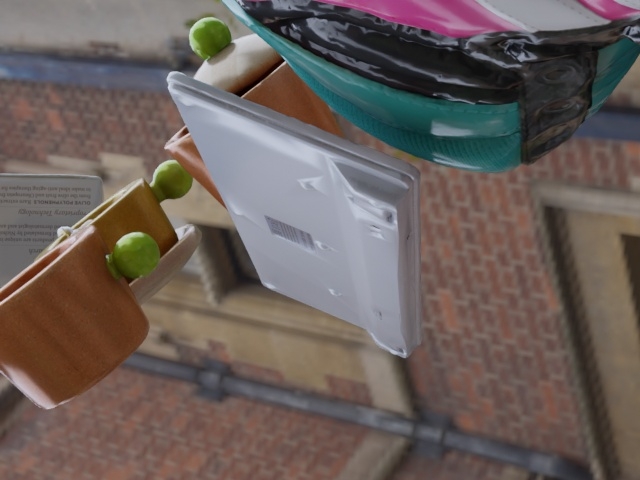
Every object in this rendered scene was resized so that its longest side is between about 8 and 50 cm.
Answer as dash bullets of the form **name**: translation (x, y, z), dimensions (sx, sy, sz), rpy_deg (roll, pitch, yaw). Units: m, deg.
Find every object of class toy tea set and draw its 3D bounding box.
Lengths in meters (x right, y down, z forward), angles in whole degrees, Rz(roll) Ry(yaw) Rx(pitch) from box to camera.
- **toy tea set**: translation (-0.147, 0.009, 0.712), dimensions (0.336, 0.200, 0.124), rpy_deg (-40, -80, -18)

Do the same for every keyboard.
- **keyboard**: translation (0.000, 0.000, 0.530), dimensions (0.014, 0.072, 0.256), rpy_deg (-60, -10, -10)

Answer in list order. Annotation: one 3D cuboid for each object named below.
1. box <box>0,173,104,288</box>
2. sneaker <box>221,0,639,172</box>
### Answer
- **box**: translation (-0.181, 0.009, 0.951), dimensions (0.102, 0.101, 0.087), rpy_deg (0, -95, -8)
- **sneaker**: translation (0.080, -0.084, 0.374), dimensions (0.178, 0.296, 0.123), rpy_deg (40, -119, -65)
